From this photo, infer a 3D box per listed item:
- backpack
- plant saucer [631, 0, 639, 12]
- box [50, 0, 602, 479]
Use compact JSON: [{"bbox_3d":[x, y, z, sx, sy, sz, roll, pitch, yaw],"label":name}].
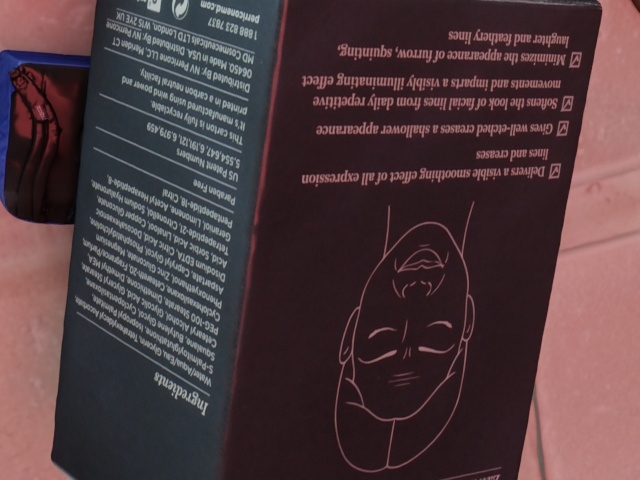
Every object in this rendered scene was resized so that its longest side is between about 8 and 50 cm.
[{"bbox_3d":[-0.191,-0.075,1.089,0.098,0.101,0.120,2,105,-20],"label":"backpack"},{"bbox_3d":[0.372,-0.283,1.240,0.277,0.041,0.278,-5,108,-15],"label":"plant saucer"},{"bbox_3d":[0.000,0.000,1.068,0.293,0.212,0.396,-3,108,-40],"label":"box"}]
